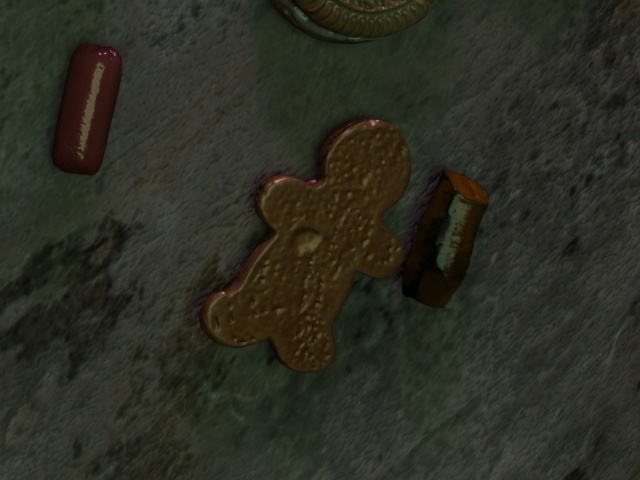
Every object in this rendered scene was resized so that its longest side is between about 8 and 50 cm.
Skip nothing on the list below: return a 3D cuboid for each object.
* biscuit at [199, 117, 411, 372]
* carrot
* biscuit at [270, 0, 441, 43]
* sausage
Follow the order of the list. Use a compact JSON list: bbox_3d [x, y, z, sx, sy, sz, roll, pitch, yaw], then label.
[{"bbox_3d":[0.000,0.000,1.769,0.216,0.047,0.339,24,94,-25],"label":"biscuit"},{"bbox_3d":[0.160,0.000,1.803,0.082,0.082,0.173,16,103,-22],"label":"carrot"},{"bbox_3d":[0.049,-0.357,1.665,0.259,0.079,0.259,-5,106,-17],"label":"biscuit"},{"bbox_3d":[-0.270,-0.152,1.626,0.062,0.062,0.154,10,101,-21],"label":"sausage"}]
